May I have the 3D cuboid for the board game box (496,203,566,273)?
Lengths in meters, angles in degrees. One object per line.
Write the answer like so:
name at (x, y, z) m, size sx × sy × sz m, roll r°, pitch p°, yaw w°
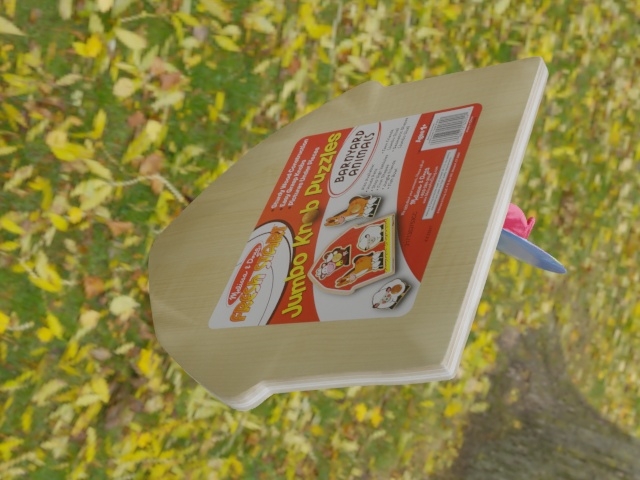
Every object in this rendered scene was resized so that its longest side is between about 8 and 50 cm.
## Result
board game box at (0.110, -0.027, 0.764) m, size 0.033 × 0.169 × 0.133 m, roll -64°, pitch 167°, yaw -2°

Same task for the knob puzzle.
knob puzzle at (0.000, 0.000, 0.477) m, size 0.213 × 0.213 × 0.030 m, roll -56°, pitch 129°, yaw -24°
